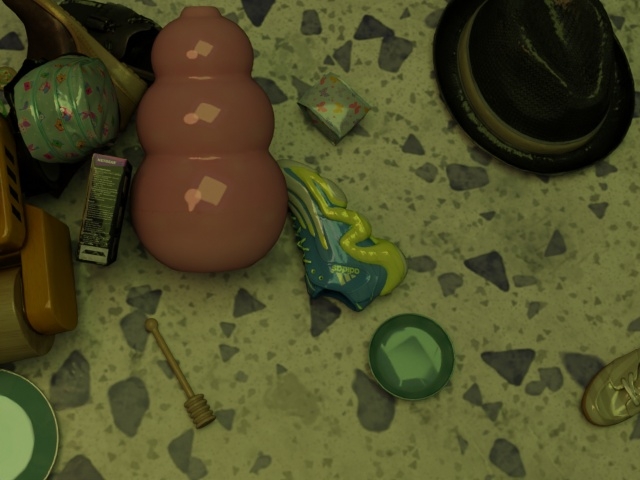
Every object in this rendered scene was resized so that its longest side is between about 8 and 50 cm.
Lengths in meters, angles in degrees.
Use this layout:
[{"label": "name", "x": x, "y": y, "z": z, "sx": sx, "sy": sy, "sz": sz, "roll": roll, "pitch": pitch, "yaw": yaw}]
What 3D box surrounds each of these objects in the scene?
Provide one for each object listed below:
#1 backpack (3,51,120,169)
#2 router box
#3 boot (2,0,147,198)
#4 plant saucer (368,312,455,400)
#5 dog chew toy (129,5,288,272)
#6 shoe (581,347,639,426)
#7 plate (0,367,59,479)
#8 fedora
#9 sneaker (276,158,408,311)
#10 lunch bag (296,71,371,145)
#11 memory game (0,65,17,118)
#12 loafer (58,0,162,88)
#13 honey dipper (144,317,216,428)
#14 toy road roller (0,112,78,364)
[{"label": "backpack", "x": -0.312, "y": -0.163, "z": 1.379, "sx": 0.115, "sy": 0.182, "sz": 0.152, "roll": -20, "pitch": 100, "yaw": 9}, {"label": "router box", "x": -0.274, "y": -0.038, "z": 1.426, "sx": 0.046, "sy": 0.179, "sz": 0.133, "roll": 10, "pitch": 89, "yaw": -8}, {"label": "boot", "x": -0.380, "y": -0.205, "z": 1.497, "sx": 0.248, "sy": 0.090, "sz": 0.207, "roll": 42, "pitch": 90, "yaw": -7}, {"label": "plant saucer", "x": 0.121, "y": 0.158, "z": 1.511, "sx": 0.119, "sy": 0.021, "sz": 0.119, "roll": 2, "pitch": 72, "yaw": -7}, {"label": "dog chew toy", "x": -0.147, "y": -0.130, "z": 1.436, "sx": 0.206, "sy": 0.206, "sz": 0.332, "roll": -4, "pitch": 99, "yaw": -8}, {"label": "shoe", "x": 0.448, "y": 0.177, "z": 1.526, "sx": 0.219, "sy": 0.058, "sz": 0.077, "roll": -31, "pitch": 78, "yaw": -16}, {"label": "plate", "x": -0.423, "y": 0.253, "z": 1.408, "sx": 0.188, "sy": 0.024, "sz": 0.188, "roll": 2, "pitch": 72, "yaw": -7}, {"label": "fedora", "x": 0.324, "y": -0.268, "z": 1.610, "sx": 0.334, "sy": 0.152, "sz": 0.334, "roll": 2, "pitch": 71, "yaw": -6}, {"label": "sneaker", "x": 0.000, "y": 0.000, "z": 1.512, "sx": 0.240, "sy": 0.091, "sz": 0.126, "roll": 40, "pitch": 72, "yaw": 6}, {"label": "lunch bag", "x": 0.018, "y": -0.190, "z": 1.598, "sx": 0.083, "sy": 0.053, "sz": 0.071, "roll": 44, "pitch": 74, "yaw": -2}, {"label": "memory game", "x": -0.483, "y": -0.171, "z": 1.548, "sx": 0.186, "sy": 0.012, "sz": 0.186, "roll": 2, "pitch": 72, "yaw": -7}, {"label": "loafer", "x": -0.239, "y": -0.265, "z": 1.566, "sx": 0.302, "sy": 0.095, "sz": 0.109, "roll": 30, "pitch": 70, "yaw": 3}, {"label": "honey dipper", "x": -0.188, "y": 0.171, "z": 1.464, "sx": 0.030, "sy": 0.030, "sz": 0.161, "roll": -29, "pitch": 75, "yaw": -15}, {"label": "toy road roller", "x": -0.444, "y": -0.017, "z": 1.361, "sx": 0.202, "sy": 0.240, "sz": 0.330, "roll": -13, "pitch": 75, "yaw": 9}]
